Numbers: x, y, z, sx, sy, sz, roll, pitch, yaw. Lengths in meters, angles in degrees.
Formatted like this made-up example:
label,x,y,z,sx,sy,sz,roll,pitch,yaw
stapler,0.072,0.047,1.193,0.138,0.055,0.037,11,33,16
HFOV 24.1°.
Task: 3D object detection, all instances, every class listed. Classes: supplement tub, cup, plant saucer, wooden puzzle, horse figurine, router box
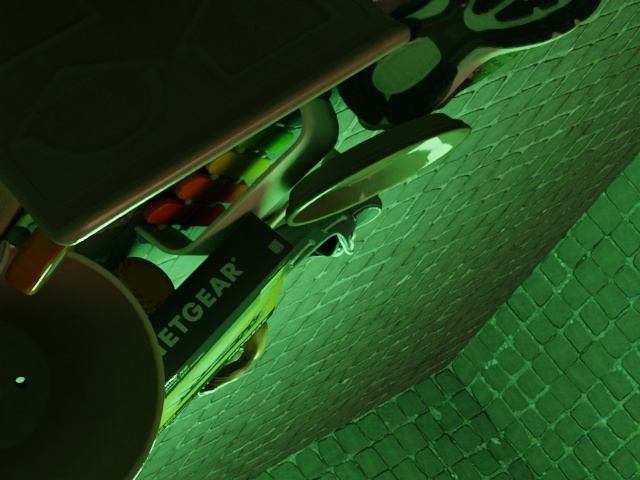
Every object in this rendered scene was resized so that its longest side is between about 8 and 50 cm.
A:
label,x,y,z,sx,sy,sz,roll,pitch,yaw
supplement tub,-0.286,0.117,2.061,0.190,0.117,0.117,-48,161,31
cup,-0.375,0.171,1.759,0.331,0.331,0.237,-32,-171,-22
plant saucer,0.072,-0.099,2.004,0.278,0.041,0.278,-26,174,-3
wooden puzzle,-0.151,-0.161,1.200,0.322,0.348,0.080,-33,144,-20
horse figurine,-0.138,0.117,2.220,0.174,0.263,0.066,-24,139,20
router box,-0.174,0.134,2.011,0.309,0.081,0.243,-47,170,-23

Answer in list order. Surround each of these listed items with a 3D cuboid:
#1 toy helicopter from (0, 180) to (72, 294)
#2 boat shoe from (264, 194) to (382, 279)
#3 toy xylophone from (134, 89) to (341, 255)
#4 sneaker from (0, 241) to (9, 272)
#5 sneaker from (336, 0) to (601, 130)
label,x,y,z,sx,sy,sz,roll,pitch,yaw
toy helicopter,-0.241,-0.110,1.473,0.235,0.140,0.355,-54,-177,17
boat shoe,0.000,0.000,2.396,0.319,0.099,0.116,-22,156,-46
toy xylophone,-0.092,-0.081,2.008,0.323,0.081,0.236,-41,165,8
sneaker,-0.414,0.015,1.536,0.252,0.103,0.111,-19,156,-51
sneaker,0.196,-0.274,2.053,0.410,0.158,0.182,-29,173,-10
